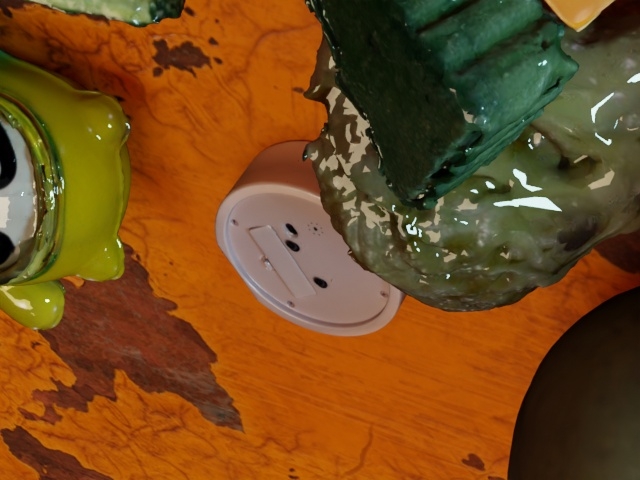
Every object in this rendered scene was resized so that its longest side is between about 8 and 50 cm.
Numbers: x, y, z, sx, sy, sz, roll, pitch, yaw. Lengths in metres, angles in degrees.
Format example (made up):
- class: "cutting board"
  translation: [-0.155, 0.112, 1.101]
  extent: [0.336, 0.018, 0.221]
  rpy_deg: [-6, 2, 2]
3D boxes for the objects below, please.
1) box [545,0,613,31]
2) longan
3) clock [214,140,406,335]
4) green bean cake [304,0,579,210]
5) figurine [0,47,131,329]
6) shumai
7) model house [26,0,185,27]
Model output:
- class: "box"
  translation: [0.140, -0.328, 1.034]
  extent: [0.225, 0.143, 0.341]
  rpy_deg: [-36, 110, 23]
- class: "longan"
  translation: [0.336, 0.203, 1.406]
  extent: [0.361, 0.361, 0.361]
  rpy_deg: [19, 140, 17]
- class: "clock"
  translation: [0.000, 0.000, 1.613]
  extent: [0.197, 0.068, 0.197]
  rpy_deg: [20, 141, 17]
- class: "green bean cake"
  translation: [0.062, -0.143, 1.139]
  extent: [0.208, 0.107, 0.193]
  rpy_deg: [54, 163, 5]
- class: "figurine"
  translation: [-0.345, -0.076, 1.664]
  extent: [0.340, 0.231, 0.323]
  rpy_deg: [13, 113, 13]
- class: "shumai"
  translation: [0.162, -0.073, 1.297]
  extent: [0.283, 0.217, 0.346]
  rpy_deg: [9, 132, 29]
- class: "model house"
  translation: [-0.194, -0.300, 1.369]
  extent: [0.214, 0.195, 0.189]
  rpy_deg: [14, 116, 1]
